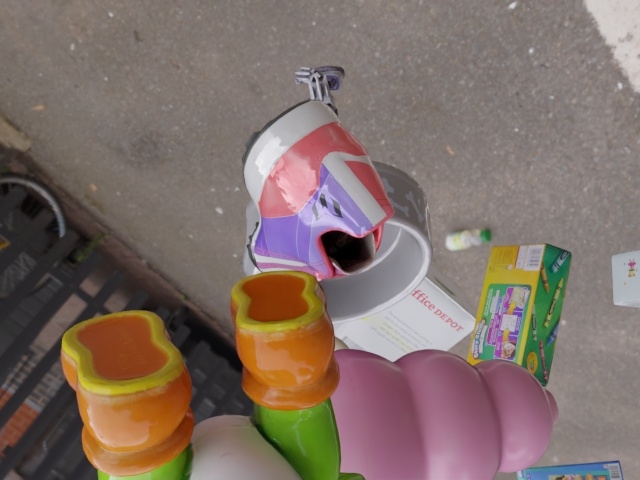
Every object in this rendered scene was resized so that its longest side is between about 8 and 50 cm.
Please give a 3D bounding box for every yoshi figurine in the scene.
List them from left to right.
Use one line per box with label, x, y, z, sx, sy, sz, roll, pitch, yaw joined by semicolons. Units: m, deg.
yoshi figurine;-0.054;0.205;0.429;0.203;0.203;0.362;0;108;26

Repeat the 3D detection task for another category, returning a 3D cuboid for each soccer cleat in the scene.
soccer cleat;0.000;0.000;0.579;0.116;0.108;0.318;50;165;16

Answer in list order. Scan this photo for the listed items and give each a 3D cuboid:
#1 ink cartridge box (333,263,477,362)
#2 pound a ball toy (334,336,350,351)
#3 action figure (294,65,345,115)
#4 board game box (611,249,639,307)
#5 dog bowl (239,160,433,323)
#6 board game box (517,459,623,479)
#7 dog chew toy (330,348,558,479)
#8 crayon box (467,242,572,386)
ink cartridge box;0.174;0.219;1.626;0.279;0.160;0.384;38;111;-25
pound a ball toy;-0.032;0.371;1.413;0.135;0.208;0.319;38;143;-3
action figure;-0.003;-0.276;1.290;0.099;0.285;0.185;2;118;2
board game box;0.698;0.072;1.053;0.303;0.098;0.224;7;168;-18
dog bowl;0.030;0.022;1.056;0.348;0.102;0.349;-8;142;-7
board game box;0.531;0.550;1.297;0.210;0.160;0.047;-4;160;0
dog chew toy;0.115;0.220;0.724;0.331;0.207;0.207;-6;151;-9
crayon box;0.413;0.149;1.301;0.081;0.278;0.165;18;170;-22
